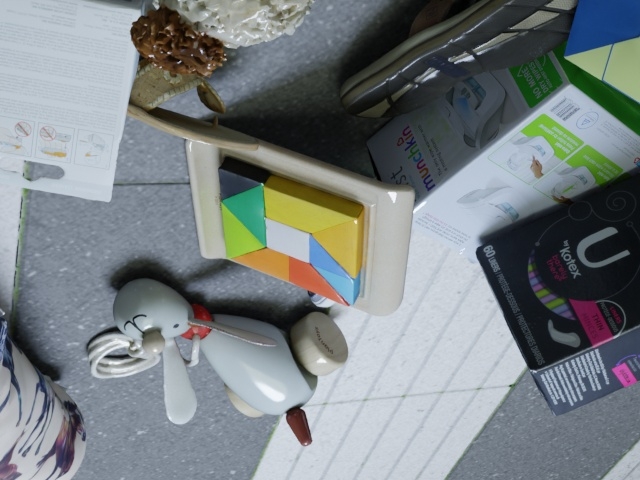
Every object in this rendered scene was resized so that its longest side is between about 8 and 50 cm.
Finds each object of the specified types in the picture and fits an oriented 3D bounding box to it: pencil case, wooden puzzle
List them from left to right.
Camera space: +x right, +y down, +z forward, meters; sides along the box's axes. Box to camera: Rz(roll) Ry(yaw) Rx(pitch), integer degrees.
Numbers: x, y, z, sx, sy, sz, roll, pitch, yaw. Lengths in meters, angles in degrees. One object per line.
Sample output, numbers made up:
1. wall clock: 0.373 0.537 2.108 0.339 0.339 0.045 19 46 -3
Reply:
1. pencil case: -0.367 0.172 1.135 0.160 0.183 0.410 24 159 11
2. wooden puzzle: -0.025 -0.011 1.111 0.239 0.044 0.221 16 144 12

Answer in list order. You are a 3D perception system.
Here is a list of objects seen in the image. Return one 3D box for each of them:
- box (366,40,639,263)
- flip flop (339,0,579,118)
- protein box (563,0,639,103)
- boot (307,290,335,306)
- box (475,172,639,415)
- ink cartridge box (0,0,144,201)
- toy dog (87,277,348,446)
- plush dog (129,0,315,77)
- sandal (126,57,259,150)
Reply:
1. box: 0.227 -0.086 1.146 0.231 0.126 0.262 -40 139 27
2. flip flop: 0.134 -0.201 1.005 0.277 0.080 0.112 -25 154 32
3. protein box: 0.343 -0.246 0.915 0.201 0.136 0.199 -37 152 -26
4. boot: 0.000 0.000 1.220 0.086 0.069 0.190 8 129 -21
5. box: 0.328 0.045 1.120 0.270 0.165 0.143 -26 146 7
6. ink cartridge box: -0.231 -0.130 0.884 0.145 0.045 0.179 9 120 -11
7. toy dog: -0.107 0.165 1.297 0.334 0.161 0.220 7 137 -31
8. plush dog: -0.055 -0.236 0.740 0.262 0.225 0.211 -34 142 20
9. sandal: -0.156 -0.146 0.942 0.240 0.088 0.079 13 103 -19
